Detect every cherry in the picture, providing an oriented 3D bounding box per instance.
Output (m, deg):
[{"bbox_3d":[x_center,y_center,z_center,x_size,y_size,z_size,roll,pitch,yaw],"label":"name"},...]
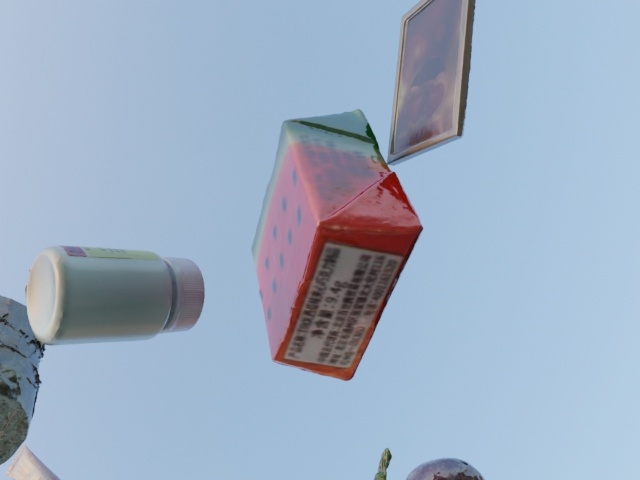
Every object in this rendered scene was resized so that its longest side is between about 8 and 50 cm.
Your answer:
[{"bbox_3d":[0.252,0.535,1.093,0.195,0.195,0.195,-2,-82,-13],"label":"cherry"}]

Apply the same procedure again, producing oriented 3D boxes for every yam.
[{"bbox_3d":[-0.601,0.232,0.973,0.201,0.271,0.202,-31,-51,2],"label":"yam"}]

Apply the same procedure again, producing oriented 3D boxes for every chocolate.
[{"bbox_3d":[0.000,0.000,0.935,0.161,0.341,0.360,4,-51,-19],"label":"chocolate"}]

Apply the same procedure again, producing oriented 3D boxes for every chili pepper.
[{"bbox_3d":[0.149,0.538,1.277,0.091,0.030,0.034,-66,-31,-29],"label":"chili pepper"}]

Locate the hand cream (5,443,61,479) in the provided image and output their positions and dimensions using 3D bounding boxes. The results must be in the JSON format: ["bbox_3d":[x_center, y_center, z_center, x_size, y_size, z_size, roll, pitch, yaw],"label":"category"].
[{"bbox_3d":[-0.566,0.487,1.092,0.067,0.209,0.043,-64,-35,-15],"label":"hand cream"}]

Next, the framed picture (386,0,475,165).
[{"bbox_3d":[0.183,-0.286,0.903,0.020,0.211,0.290,10,-98,-22],"label":"framed picture"}]

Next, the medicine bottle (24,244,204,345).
[{"bbox_3d":[-0.301,0.082,0.809,0.225,0.139,0.139,6,-83,-46],"label":"medicine bottle"}]
